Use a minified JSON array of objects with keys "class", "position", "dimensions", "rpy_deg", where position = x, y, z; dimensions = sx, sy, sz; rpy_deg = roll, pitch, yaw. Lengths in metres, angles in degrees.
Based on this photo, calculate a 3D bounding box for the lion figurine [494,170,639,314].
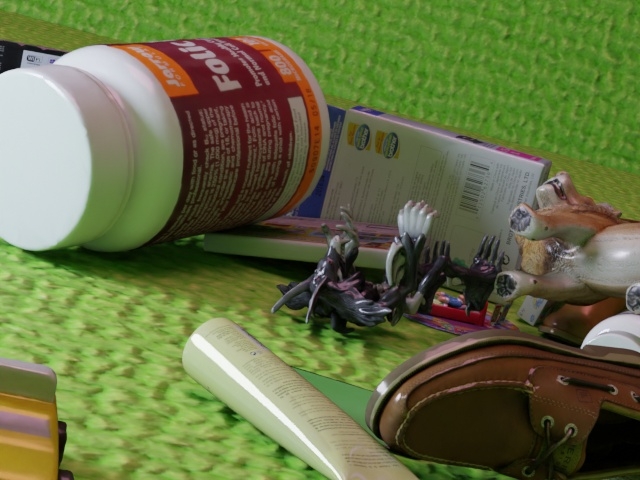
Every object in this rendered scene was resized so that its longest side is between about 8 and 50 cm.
[{"class":"lion figurine","position":[0.344,0.015,1.805],"dimensions":[0.392,0.142,0.240],"rpy_deg":[12,7,44]}]

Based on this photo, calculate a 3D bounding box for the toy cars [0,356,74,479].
[{"class":"toy cars","position":[-0.267,0.127,1.062],"dimensions":[0.176,0.087,0.393],"rpy_deg":[20,13,27]}]

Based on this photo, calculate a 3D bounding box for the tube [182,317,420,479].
[{"class":"tube","position":[-0.022,0.142,1.392],"dimensions":[0.070,0.062,0.240],"rpy_deg":[-36,45,-23]}]

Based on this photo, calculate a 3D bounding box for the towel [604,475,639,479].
[{"class":"towel","position":[0.280,0.206,1.523],"dimensions":[0.148,0.027,0.110],"rpy_deg":[22,13,32]}]

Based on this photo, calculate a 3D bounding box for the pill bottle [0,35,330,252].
[{"class":"pill bottle","position":[-0.186,-0.108,1.899],"dimensions":[0.224,0.224,0.392],"rpy_deg":[22,20,31]}]

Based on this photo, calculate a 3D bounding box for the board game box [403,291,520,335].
[{"class":"board game box","position":[0.153,0.071,1.993],"dimensions":[0.133,0.033,0.168],"rpy_deg":[22,13,32]}]

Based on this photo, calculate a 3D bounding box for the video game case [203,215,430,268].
[{"class":"video game case","position":[0.000,0.000,2.056],"dimensions":[0.227,0.026,0.206],"rpy_deg":[6,9,15]}]

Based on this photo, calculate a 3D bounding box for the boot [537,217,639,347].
[{"class":"boot","position":[0.326,0.046,2.027],"dimensions":[0.073,0.152,0.197],"rpy_deg":[21,13,27]}]

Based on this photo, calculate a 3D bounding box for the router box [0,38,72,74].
[{"class":"router box","position":[-0.438,-0.198,2.192],"dimensions":[0.308,0.081,0.243],"rpy_deg":[10,-8,-8]}]

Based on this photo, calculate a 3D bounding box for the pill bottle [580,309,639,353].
[{"class":"pill bottle","position":[0.324,0.125,1.762],"dimensions":[0.108,0.108,0.180],"rpy_deg":[20,13,24]}]

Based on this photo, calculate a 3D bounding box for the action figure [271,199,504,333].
[{"class":"action figure","position":[0.063,0.026,1.821],"dimensions":[0.164,0.141,0.275],"rpy_deg":[4,4,42]}]

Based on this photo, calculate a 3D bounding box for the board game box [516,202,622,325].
[{"class":"board game box","position":[0.301,0.028,2.079],"dimensions":[0.026,0.154,0.103],"rpy_deg":[34,18,22]}]

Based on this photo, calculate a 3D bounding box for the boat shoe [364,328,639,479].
[{"class":"boat shoe","position":[0.186,0.145,1.418],"dimensions":[0.307,0.111,0.104],"rpy_deg":[-2,37,-32]}]

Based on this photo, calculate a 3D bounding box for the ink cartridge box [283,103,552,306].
[{"class":"ink cartridge box","position":[0.116,-0.053,2.153],"dimensions":[0.311,0.186,0.065],"rpy_deg":[17,14,12]}]

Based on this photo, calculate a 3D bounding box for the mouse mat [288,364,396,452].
[{"class":"mouse mat","position":[0.010,0.145,1.526],"dimensions":[0.189,0.007,0.152],"rpy_deg":[17,12,8]}]
